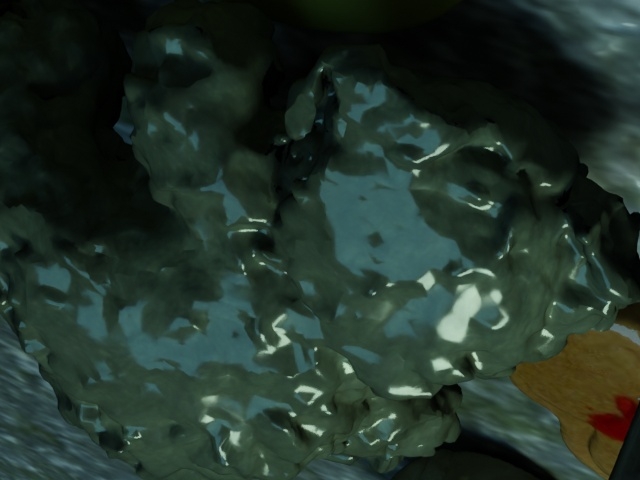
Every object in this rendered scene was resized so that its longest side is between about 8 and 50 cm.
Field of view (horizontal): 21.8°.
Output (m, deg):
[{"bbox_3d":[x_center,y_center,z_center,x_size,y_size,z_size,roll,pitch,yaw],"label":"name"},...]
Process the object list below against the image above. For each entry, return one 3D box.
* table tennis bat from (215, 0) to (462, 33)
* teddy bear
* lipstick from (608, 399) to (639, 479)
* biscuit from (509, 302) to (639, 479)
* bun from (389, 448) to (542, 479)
[{"bbox_3d":[-0.089,-0.186,0.785,0.368,0.054,0.224,12,152,20],"label":"table tennis bat"},{"bbox_3d":[0.000,0.000,0.890,0.367,0.224,0.357,-11,134,27],"label":"teddy bear"},{"bbox_3d":[0.169,-0.003,0.570,0.066,0.317,0.068,24,151,10],"label":"lipstick"},{"bbox_3d":[0.243,0.128,0.992,0.334,0.047,0.202,36,150,-11],"label":"biscuit"},{"bbox_3d":[0.106,0.231,1.199,0.166,0.113,0.173,-2,141,42],"label":"bun"}]
